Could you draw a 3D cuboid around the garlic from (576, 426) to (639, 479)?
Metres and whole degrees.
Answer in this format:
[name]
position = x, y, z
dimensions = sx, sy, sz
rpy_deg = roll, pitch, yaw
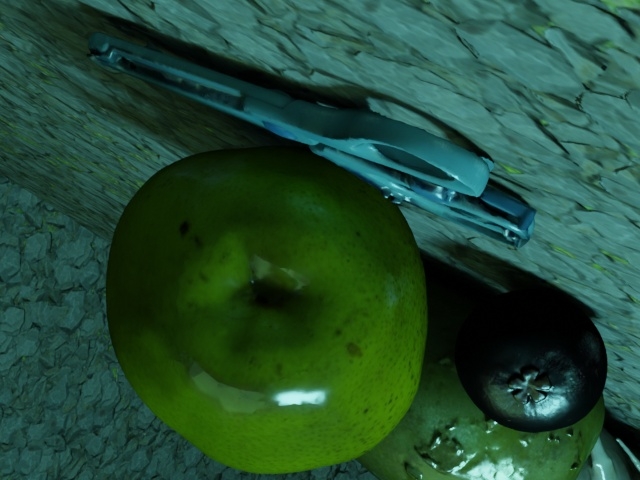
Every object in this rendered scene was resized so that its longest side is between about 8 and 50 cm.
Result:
[garlic]
position = 0.374, 0.312, 1.785
dimensions = 0.231, 0.246, 0.340
rpy_deg = -2, 167, -8

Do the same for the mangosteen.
[mangosteen]
position = 0.191, 0.102, 1.255
dimensions = 0.137, 0.137, 0.151
rpy_deg = 28, -155, 3

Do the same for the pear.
[pear]
position = -0.043, 0.054, 1.169
dimensions = 0.294, 0.294, 0.294
rpy_deg = 27, 172, 4

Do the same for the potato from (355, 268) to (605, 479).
[potato]
position = 0.109, 0.149, 1.419
dimensions = 0.359, 0.219, 0.270
rpy_deg = 30, -176, 4

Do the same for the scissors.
[scissors]
position = -0.016, -0.087, 1.035
dimensions = 0.393, 0.032, 0.180
rpy_deg = 23, 171, 25
